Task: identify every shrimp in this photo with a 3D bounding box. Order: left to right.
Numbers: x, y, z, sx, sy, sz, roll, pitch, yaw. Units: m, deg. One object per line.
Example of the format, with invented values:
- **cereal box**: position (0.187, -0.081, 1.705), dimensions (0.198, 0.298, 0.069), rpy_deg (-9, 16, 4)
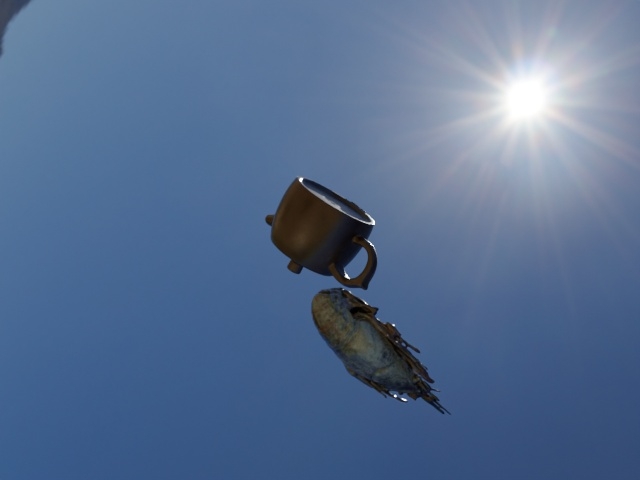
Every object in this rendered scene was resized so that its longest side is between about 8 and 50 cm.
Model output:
- **shrimp**: position (0.075, 0.145, 0.952), dimensions (0.090, 0.233, 0.079), rpy_deg (-40, -165, 31)

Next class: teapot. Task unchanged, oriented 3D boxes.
- **teapot**: position (0.000, 0.000, 0.623), dimensions (0.121, 0.076, 0.068), rpy_deg (40, -75, 35)
